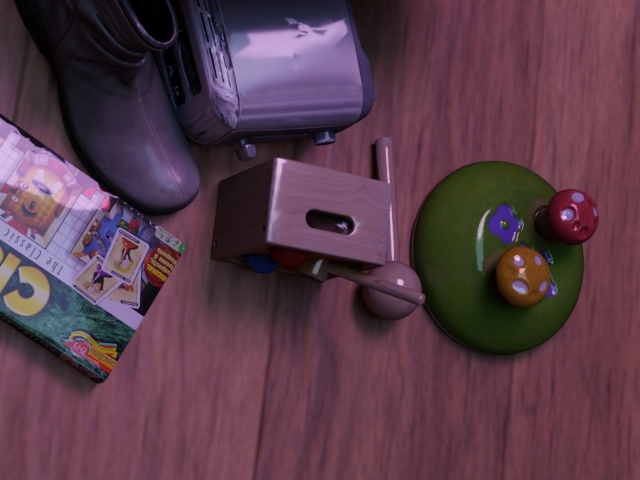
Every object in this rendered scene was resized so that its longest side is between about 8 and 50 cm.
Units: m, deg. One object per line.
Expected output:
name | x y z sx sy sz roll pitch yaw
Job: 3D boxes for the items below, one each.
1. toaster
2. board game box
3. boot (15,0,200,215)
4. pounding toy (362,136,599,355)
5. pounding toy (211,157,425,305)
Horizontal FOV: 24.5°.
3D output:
toaster | -0.057 -0.182 1.230 0.146 0.129 0.227 -13 89 -26
board game box | -0.243 -0.013 1.162 0.259 0.030 0.136 36 70 -18
boot | -0.153 -0.137 1.152 0.083 0.161 0.246 -32 97 -27
pounding toy | 0.164 0.004 1.326 0.237 0.110 0.183 13 76 -26
pounding toy | 0.000 0.000 1.228 0.141 0.130 0.100 12 77 -26
